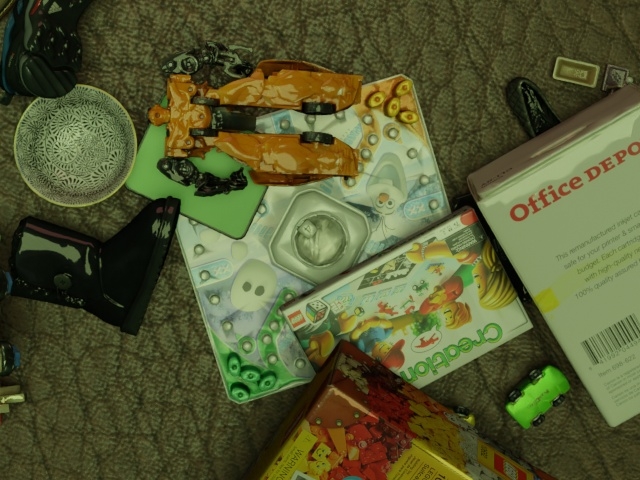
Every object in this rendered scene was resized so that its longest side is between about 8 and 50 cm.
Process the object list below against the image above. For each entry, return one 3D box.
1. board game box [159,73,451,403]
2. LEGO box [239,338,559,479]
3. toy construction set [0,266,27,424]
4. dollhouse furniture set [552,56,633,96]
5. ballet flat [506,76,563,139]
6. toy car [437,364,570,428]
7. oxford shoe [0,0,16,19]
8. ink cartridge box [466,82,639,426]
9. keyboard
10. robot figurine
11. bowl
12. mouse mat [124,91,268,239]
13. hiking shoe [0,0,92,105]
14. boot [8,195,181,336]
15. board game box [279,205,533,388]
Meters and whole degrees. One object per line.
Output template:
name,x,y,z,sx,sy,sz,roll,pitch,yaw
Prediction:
board game box,0.000,0.000,1.952,0.390,0.050,0.390,-17,95,-3
LEGO box,0.039,0.449,1.853,0.372,0.193,0.500,33,107,-2
toy construction set,-0.493,0.107,1.856,0.151,0.215,0.327,-22,98,-41
dollhouse furniture set,0.390,-0.215,1.946,0.114,0.081,0.091,12,93,-5
ballet flat,0.325,-0.161,1.962,0.057,0.049,0.173,-40,96,1
toy car,0.269,0.270,1.992,0.225,0.053,0.239,-43,97,0
oxford shoe,-0.543,-0.304,1.848,0.348,0.130,0.123,-35,96,-1
ink cartridge box,0.417,0.015,1.893,0.279,0.160,0.384,-30,104,7
keyboard,0.259,0.010,1.981,0.108,0.023,0.180,-17,95,-14
robot figurine,-0.091,-0.160,1.859,0.291,0.085,0.211,3,90,-7
bowl,-0.334,-0.127,1.897,0.170,0.080,0.170,0,87,1
mouse mat,-0.163,-0.104,1.903,0.190,0.007,0.152,25,92,-5
hiking shoe,-0.372,-0.336,1.867,0.113,0.132,0.304,31,68,-40
boot,-0.317,0.012,1.870,0.207,0.094,0.246,20,129,-7
board game box,0.120,0.107,1.916,0.305,0.053,0.193,-29,99,-1
